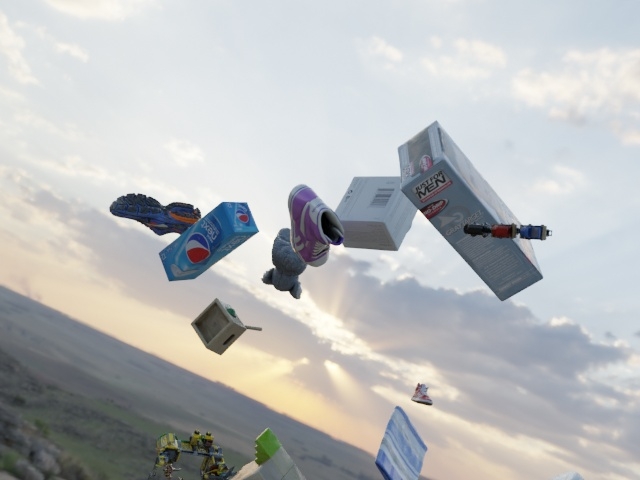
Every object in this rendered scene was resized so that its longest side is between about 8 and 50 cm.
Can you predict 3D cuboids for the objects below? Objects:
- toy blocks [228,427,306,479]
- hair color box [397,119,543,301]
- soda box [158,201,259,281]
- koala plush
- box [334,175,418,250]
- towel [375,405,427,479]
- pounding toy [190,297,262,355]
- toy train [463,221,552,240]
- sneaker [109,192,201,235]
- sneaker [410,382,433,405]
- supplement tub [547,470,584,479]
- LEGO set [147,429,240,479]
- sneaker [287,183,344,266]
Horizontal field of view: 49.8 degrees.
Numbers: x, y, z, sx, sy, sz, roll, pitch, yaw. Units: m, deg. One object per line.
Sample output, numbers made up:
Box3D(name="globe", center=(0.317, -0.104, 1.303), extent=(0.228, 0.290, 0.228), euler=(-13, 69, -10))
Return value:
Box3D(name="toy blocks", center=(-0.105, 0.635, 1.509), extent=(0.261, 0.190, 0.381), euler=(-37, -91, 34))
Box3D(name="hair color box", center=(0.324, -0.062, 1.498), extent=(0.113, 0.185, 0.374), euler=(-35, -64, 24))
Box3D(name="soda box", center=(-0.218, 0.004, 1.331), extent=(0.210, 0.067, 0.071), euler=(-35, -19, 33))
Box3D(name="koala plush", center=(-0.123, 0.102, 2.568), extent=(0.196, 0.221, 0.203), euler=(26, 26, 9))
Box3D(name="box", center=(0.152, -0.076, 1.901), extent=(0.181, 0.181, 0.119), euler=(3, -41, 35))
Box3D(name="towel", center=(0.269, 0.699, 2.246), extent=(0.034, 0.285, 0.209), euler=(-25, -76, 29))
Box3D(name="pounding toy", center=(-0.270, 0.248, 1.983), extent=(0.130, 0.141, 0.100), euler=(47, 3, 38))
Box3D(name="toy train", center=(0.303, -0.016, 1.130), extent=(0.036, 0.027, 0.158), euler=(4, 0, -44))
Box3D(name="sneaker", center=(-0.408, -0.052, 1.693), extent=(0.221, 0.087, 0.083), euler=(12, 32, -19))
Box3D(name="sneaker", center=(0.337, 0.499, 2.242), extent=(0.042, 0.067, 0.118), euler=(29, -15, -15))
Box3D(name="supplement tub", center=(0.623, 0.727, 1.617), extent=(0.316, 0.193, 0.193), euler=(54, -8, 14))
Box3D(name="LEGO set", center=(-0.387, 0.724, 1.943), extent=(0.255, 0.331, 0.192), euler=(24, 13, -24))
Box3D(name="sneaker", center=(-0.001, 0.000, 1.785), extent=(0.161, 0.102, 0.282), euler=(41, -21, 37))
